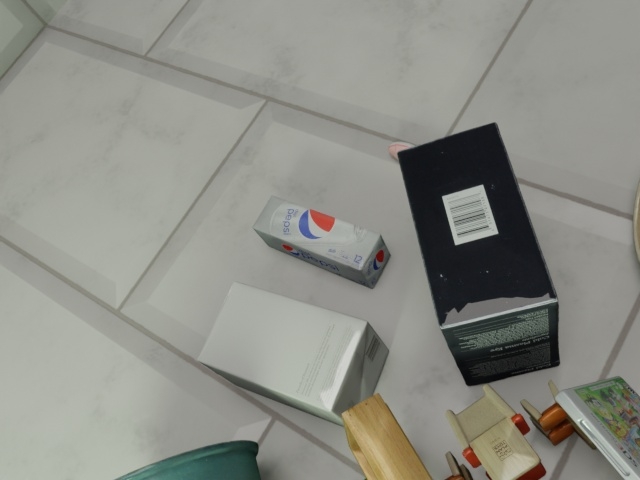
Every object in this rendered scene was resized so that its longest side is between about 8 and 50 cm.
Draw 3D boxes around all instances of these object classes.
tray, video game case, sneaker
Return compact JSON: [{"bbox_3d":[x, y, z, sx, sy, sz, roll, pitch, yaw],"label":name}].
[{"bbox_3d":[0.167,0.443,0.968,0.076,0.203,0.411,-27,60,-9],"label":"tray"},{"bbox_3d":[0.480,0.298,1.003,0.193,0.212,0.023,54,124,34],"label":"video game case"},{"bbox_3d":[0.198,-0.170,1.447,0.134,0.051,0.070,25,68,26],"label":"sneaker"}]

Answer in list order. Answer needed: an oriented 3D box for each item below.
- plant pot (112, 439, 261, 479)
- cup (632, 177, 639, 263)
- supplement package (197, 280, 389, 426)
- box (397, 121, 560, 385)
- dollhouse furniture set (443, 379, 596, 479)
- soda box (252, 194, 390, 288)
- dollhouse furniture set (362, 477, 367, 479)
[{"bbox_3d":[-0.207,0.554,1.060,0.341,0.341,0.334,-27,65,5],"label":"plant pot"},{"bbox_3d":[0.708,-0.058,1.064,0.237,0.331,0.331,11,65,-2],"label":"cup"},{"bbox_3d":[-0.049,0.219,1.252,0.293,0.177,0.175,14,69,26],"label":"supplement package"},{"bbox_3d":[0.279,0.036,1.147,0.179,0.312,0.343,-16,58,13],"label":"box"},{"bbox_3d":[0.291,0.341,1.008,0.262,0.259,0.135,-36,46,3],"label":"dollhouse furniture set"},{"bbox_3d":[0.000,0.000,1.403,0.286,0.098,0.091,21,72,30],"label":"soda box"},{"bbox_3d":[0.089,0.468,1.156,0.151,0.059,0.076,-48,63,14],"label":"dollhouse furniture set"}]
